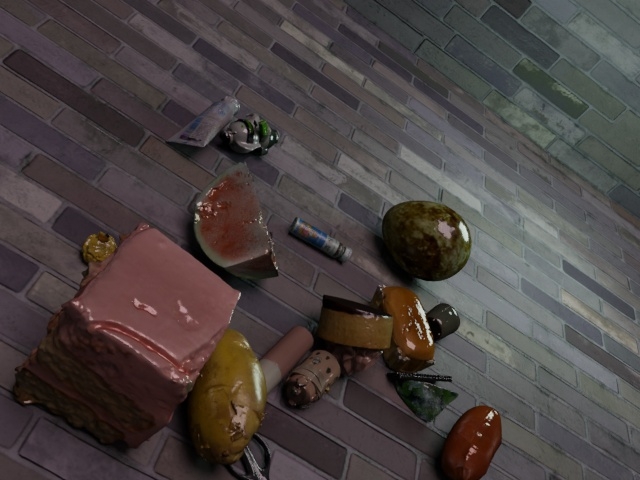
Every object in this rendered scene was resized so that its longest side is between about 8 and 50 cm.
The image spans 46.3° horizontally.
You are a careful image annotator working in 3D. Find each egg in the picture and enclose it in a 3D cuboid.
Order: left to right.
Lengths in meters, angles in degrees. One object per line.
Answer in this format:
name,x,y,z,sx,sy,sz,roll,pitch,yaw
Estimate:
egg,0.318,-0.005,2.281,0.289,0.238,0.238,28,34,12

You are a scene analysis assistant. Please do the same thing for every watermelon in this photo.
watermelon,-0.203,-0.044,1.890,0.224,0.180,0.305,18,44,-44
watermelon,0.265,0.414,1.965,0.155,0.080,0.101,31,73,-18

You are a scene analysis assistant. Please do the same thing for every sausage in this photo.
sausage,0.385,0.512,1.898,0.133,0.133,0.258,46,39,6

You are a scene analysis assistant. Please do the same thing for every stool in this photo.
stool,0.344,0.239,2.173,0.110,0.096,0.096,-23,70,-47

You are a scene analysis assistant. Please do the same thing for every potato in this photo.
potato,-0.196,0.318,1.538,0.140,0.172,0.300,70,4,-46

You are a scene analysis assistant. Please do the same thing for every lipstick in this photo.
lipstick,-0.104,0.288,1.733,0.070,0.070,0.254,44,36,4

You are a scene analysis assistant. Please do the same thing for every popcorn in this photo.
popcorn,-0.485,0.013,1.663,0.084,0.084,0.084,24,40,-22

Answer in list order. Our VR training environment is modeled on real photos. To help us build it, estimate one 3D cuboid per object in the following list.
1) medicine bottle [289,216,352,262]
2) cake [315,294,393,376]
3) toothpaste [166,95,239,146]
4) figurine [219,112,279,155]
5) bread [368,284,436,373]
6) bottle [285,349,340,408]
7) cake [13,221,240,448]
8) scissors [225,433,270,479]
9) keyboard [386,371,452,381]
medicine bottle,0.000,0.000,2.139,0.191,0.051,0.051,30,38,-16
cake,0.074,0.246,1.880,0.207,0.178,0.185,20,4,28
toothpaste,-0.326,-0.336,2.169,0.113,0.073,0.299,13,35,15
figurine,-0.212,-0.310,2.215,0.192,0.126,0.147,-10,25,-40
bread,0.227,0.240,2.055,0.136,0.107,0.241,12,45,-30
bottle,-0.027,0.330,1.743,0.099,0.099,0.152,45,39,5
cake,-0.353,0.183,1.417,0.293,0.307,0.314,35,37,-12
scissors,-0.107,0.528,1.527,0.109,0.022,0.300,-9,60,-42
keyboard,0.267,0.364,2.004,0.195,0.060,0.018,11,80,-35
